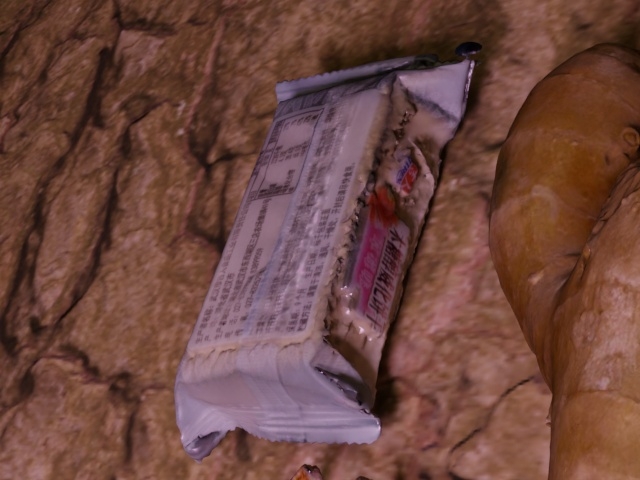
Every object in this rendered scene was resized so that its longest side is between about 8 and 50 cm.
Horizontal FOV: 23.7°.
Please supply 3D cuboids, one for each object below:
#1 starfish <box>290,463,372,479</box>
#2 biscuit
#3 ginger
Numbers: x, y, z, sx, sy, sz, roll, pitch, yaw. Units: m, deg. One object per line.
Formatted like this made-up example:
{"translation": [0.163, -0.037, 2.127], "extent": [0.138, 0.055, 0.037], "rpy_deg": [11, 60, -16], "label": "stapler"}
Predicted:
{"translation": [-0.019, 0.236, 0.891], "extent": [0.150, 0.053, 0.209], "rpy_deg": [-22, 46, 53], "label": "starfish"}
{"translation": [0.004, -0.001, 1.049], "extent": [0.186, 0.079, 0.309], "rpy_deg": [-11, 49, 40], "label": "biscuit"}
{"translation": [0.161, 0.040, 0.792], "extent": [0.363, 0.122, 0.348], "rpy_deg": [9, 77, 65], "label": "ginger"}
